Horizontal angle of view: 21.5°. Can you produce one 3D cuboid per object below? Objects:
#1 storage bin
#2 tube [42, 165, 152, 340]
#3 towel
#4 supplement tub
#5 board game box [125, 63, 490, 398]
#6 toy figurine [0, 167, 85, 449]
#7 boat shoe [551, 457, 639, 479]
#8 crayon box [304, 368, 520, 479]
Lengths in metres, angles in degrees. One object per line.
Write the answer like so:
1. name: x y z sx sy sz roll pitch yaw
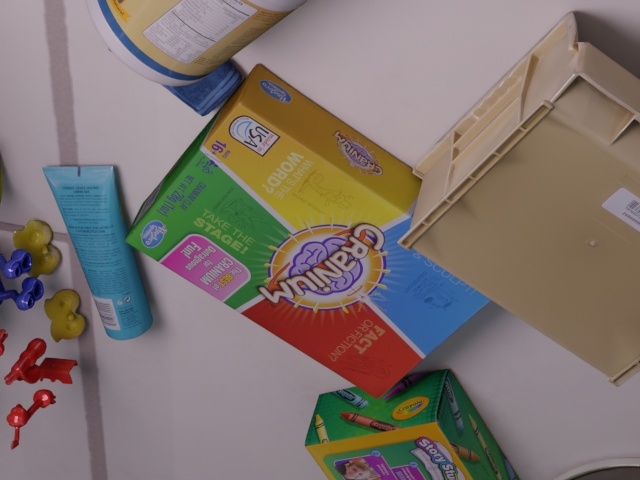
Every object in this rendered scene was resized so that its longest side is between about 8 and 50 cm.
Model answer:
1. storage bin: 0.251 -0.035 1.512 0.262 0.123 0.260 33 132 -12
2. tube: -0.227 0.010 1.765 0.080 0.052 0.207 -3 125 15
3. towel: -0.136 -0.170 1.579 0.119 0.029 0.067 38 131 -16
4. supplement tub: -0.089 -0.235 1.424 0.144 0.144 0.200 42 130 -20
5. board game box: 0.000 0.000 1.665 0.316 0.064 0.242 33 133 -12
6. toy figurine: -0.419 0.034 1.760 0.217 0.191 0.362 2 131 23
7. boat shoe: 0.371 0.297 1.794 0.305 0.091 0.109 -7 128 24
8. crayon box: 0.123 0.276 1.864 0.165 0.081 0.278 -14 125 28
